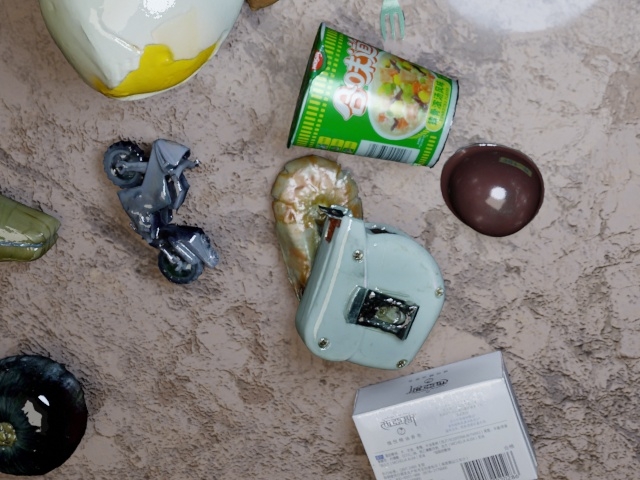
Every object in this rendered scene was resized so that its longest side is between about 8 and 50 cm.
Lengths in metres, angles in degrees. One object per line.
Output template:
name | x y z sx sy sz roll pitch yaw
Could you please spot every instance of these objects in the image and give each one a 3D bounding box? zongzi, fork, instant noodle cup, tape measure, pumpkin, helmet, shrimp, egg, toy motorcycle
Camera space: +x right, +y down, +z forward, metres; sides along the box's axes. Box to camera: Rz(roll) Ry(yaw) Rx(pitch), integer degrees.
zongzi | -0.602 0.022 1.796 0.228 0.115 0.256 25 117 -6
fork | 0.102 -0.430 1.587 0.039 0.021 0.235 -7 107 6
instant noodle cup | 0.084 -0.209 1.580 0.233 0.207 0.207 16 110 -5
tape measure | 0.083 0.086 1.680 0.246 0.125 0.243 14 103 -16
pumpkin | -0.539 0.321 1.860 0.233 0.163 0.233 3 108 9
helmet | 0.275 -0.074 1.643 0.175 0.106 0.155 37 109 -1
shrimp | 0.000 0.000 1.730 0.154 0.062 0.294 -4 107 3
egg | -0.249 -0.378 1.482 0.283 0.283 0.345 43 85 -8
toy motorcycle | -0.253 -0.061 1.721 0.159 0.106 0.270 -26 100 21

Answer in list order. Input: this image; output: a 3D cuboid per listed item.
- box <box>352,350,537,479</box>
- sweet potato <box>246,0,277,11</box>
box | 0.217 0.336 1.784 0.274 0.116 0.203 -18 105 14
sweet potato | -0.076 -0.498 1.555 0.098 0.097 0.291 3 101 7
